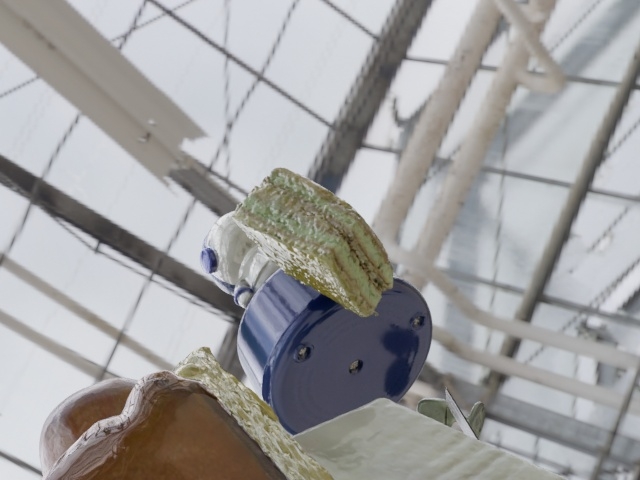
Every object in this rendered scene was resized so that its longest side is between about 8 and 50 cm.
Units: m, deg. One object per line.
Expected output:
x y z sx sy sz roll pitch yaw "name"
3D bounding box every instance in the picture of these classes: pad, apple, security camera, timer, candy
0.212 0.285 1.449 0.003 0.235 0.158 -31 -16 -2 "pad"
-0.272 0.288 1.640 0.211 0.211 0.188 -11 -107 -46 "apple"
0.180 0.246 1.701 0.058 0.092 0.058 -29 -56 -57 "security camera"
-0.045 0.080 1.773 0.270 0.383 0.270 -19 -51 -24 "timer"
0.125 0.304 1.268 0.208 0.358 0.145 -22 -56 -46 "candy"

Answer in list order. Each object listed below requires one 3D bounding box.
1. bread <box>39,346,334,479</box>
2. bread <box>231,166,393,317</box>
-0.091 0.291 0.769 0.333 0.323 0.143 -46 -7 7 "bread"
0.000 0.000 1.486 0.102 0.196 0.138 -51 -45 -9 "bread"
